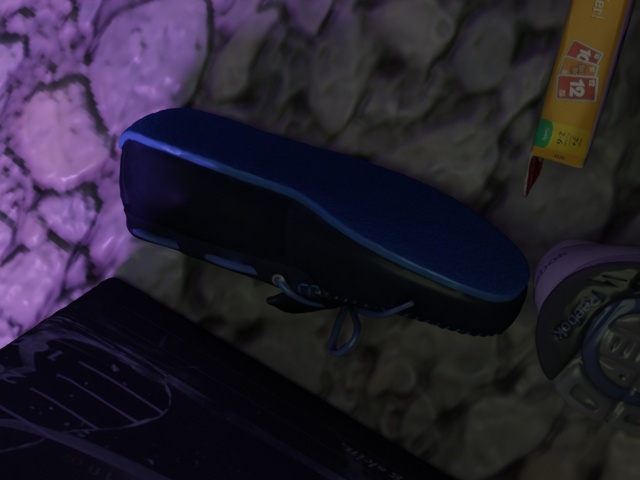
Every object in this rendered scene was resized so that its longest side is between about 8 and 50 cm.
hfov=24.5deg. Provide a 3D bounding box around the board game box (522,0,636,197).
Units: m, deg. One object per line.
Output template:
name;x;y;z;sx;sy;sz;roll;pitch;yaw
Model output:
board game box;0.153;-0.152;0.757;0.039;0.124;0.259;18;107;9

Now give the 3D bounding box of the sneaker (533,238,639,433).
sneaker;0.249;0.062;0.798;0.297;0.129;0.111;23;107;-11

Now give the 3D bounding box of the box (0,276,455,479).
box;-0.050;0.302;0.739;0.480;0.472;0.297;30;109;5

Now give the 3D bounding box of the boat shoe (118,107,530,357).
boat shoe;0.000;0.000;0.860;0.258;0.109;0.089;26;120;25
